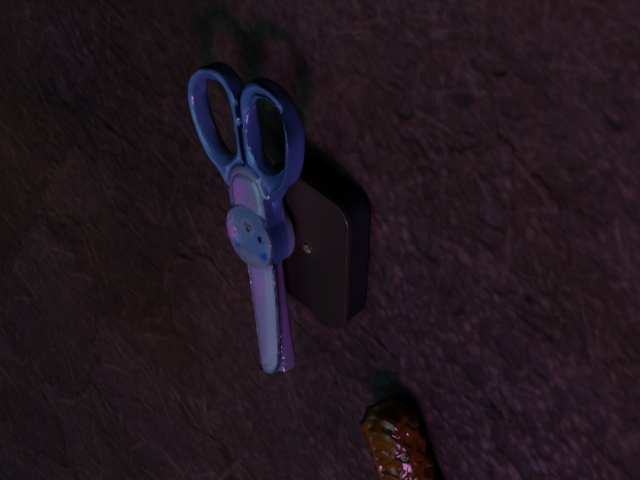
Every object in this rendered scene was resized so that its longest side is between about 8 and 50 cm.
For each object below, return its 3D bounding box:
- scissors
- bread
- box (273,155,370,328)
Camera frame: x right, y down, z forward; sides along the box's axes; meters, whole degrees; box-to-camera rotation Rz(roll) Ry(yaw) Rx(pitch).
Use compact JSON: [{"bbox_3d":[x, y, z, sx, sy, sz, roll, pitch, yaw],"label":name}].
[{"bbox_3d":[-0.046,-0.010,1.299,0.125,0.030,0.256,23,130,46],"label":"scissors"},{"bbox_3d":[0.073,0.197,1.345,0.052,0.044,0.157,0,115,49],"label":"bread"},{"bbox_3d":[0.000,0.000,1.303,0.091,0.031,0.126,35,141,35],"label":"box"}]
